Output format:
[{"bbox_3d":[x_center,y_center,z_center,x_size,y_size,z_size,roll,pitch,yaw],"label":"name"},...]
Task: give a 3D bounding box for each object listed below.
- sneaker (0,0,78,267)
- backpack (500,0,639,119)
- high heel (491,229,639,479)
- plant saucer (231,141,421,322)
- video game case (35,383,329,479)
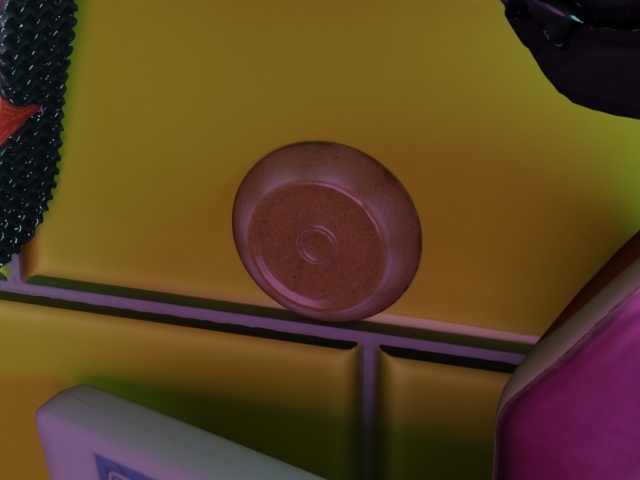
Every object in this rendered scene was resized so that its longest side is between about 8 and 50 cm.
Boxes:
[{"bbox_3d":[-0.153,-0.058,0.702,0.075,0.057,0.161,29,122,23],"label":"sneaker"},{"bbox_3d":[0.141,-0.109,0.522,0.182,0.115,0.152,-7,116,38],"label":"backpack"},{"bbox_3d":[0.135,0.116,0.640,0.181,0.127,0.377,42,135,7],"label":"high heel"},{"bbox_3d":[0.000,0.000,0.694,0.083,0.015,0.083,7,116,15],"label":"plant saucer"},{"bbox_3d":[0.017,0.233,0.698,0.329,0.036,0.300,15,123,43],"label":"video game case"}]
